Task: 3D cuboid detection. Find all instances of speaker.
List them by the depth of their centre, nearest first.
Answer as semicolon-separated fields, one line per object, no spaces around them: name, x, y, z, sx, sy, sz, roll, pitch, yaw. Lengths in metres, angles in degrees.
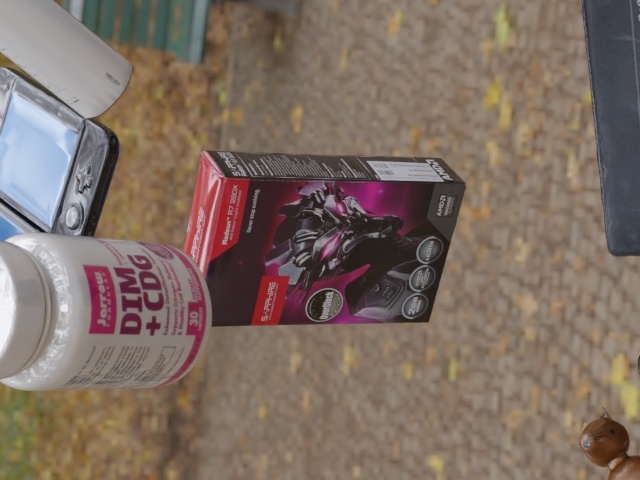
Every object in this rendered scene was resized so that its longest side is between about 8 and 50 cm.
speaker;-0.203;-0.148;1.131;0.055;0.136;0.055;-33;35;28

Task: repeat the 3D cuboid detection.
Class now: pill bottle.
pill bottle;-0.256;0.074;1.604;0.160;0.283;0.160;-3;86;35

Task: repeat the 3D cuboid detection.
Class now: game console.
game console;-0.417;-0.068;1.936;0.293;0.173;0.250;31;108;42

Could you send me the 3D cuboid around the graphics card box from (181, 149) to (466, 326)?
graphics card box;0.000;0.000;2.157;0.094;0.371;0.233;50;133;53

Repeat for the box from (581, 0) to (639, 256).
box;0.489;-0.255;1.437;0.297;0.471;0.480;-69;-28;-52

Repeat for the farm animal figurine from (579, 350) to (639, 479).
farm animal figurine;0.346;0.083;1.209;0.330;0.326;0.172;-67;31;29
